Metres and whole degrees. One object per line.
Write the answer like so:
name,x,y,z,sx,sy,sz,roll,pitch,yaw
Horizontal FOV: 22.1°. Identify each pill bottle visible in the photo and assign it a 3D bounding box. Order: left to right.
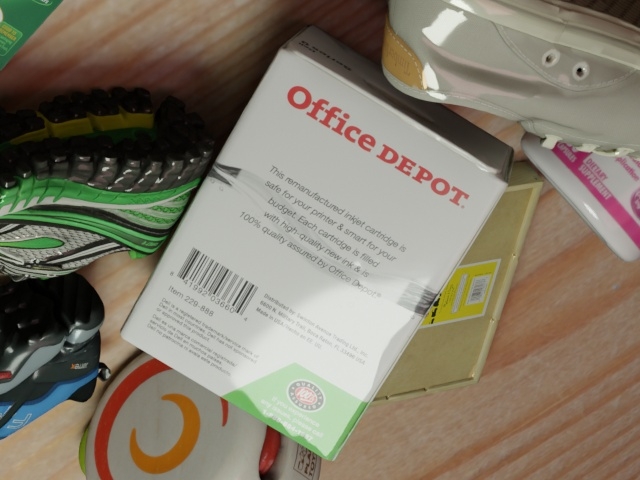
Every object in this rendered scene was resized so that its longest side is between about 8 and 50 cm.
pill bottle,0.339,-0.127,1.516,0.283,0.160,0.160,-42,138,6

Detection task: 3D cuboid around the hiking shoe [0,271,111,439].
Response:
hiking shoe,-0.314,0.135,1.354,0.304,0.113,0.132,-19,135,-18

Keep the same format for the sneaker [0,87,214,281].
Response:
sneaker,-0.246,-0.021,1.244,0.343,0.134,0.146,-4,130,-32

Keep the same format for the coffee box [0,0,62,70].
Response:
coffee box,-0.229,-0.201,1.162,0.184,0.040,0.113,-46,138,12

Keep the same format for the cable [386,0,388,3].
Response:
cable,0.160,-0.260,1.332,0.257,0.089,0.257,-25,138,-11

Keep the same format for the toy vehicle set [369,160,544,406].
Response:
toy vehicle set,0.111,0.048,1.615,0.166,0.035,0.267,-8,131,-28

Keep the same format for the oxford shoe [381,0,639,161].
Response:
oxford shoe,0.226,-0.130,1.307,0.449,0.169,0.130,13,117,-32

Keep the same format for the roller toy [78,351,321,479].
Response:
roller toy,-0.101,0.198,1.489,0.191,0.209,0.146,-46,138,2

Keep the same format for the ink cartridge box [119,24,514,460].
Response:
ink cartridge box,0.000,0.000,1.351,0.211,0.121,0.289,32,110,0
